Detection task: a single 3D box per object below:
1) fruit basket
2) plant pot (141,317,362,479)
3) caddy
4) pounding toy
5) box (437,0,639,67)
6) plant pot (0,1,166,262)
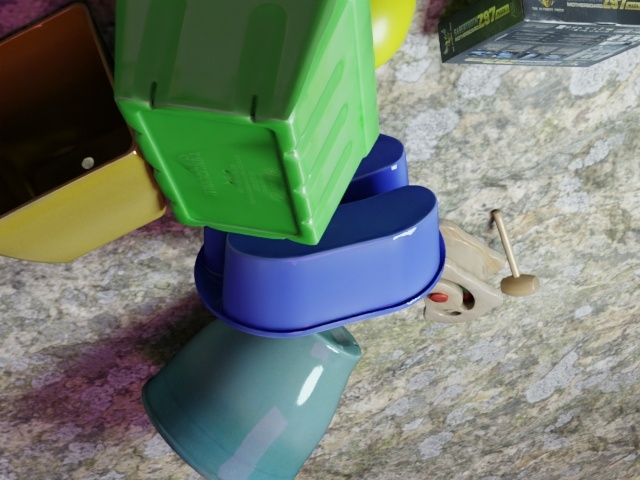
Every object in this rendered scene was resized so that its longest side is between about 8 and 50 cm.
[{"bbox_3d":[-0.040,-0.219,1.101,0.283,0.392,0.392,9,140,9],"label":"fruit basket"},{"bbox_3d":[-0.083,0.208,1.564,0.255,0.271,0.272,-50,136,10],"label":"plant pot"},{"bbox_3d":[0.000,0.000,1.372,0.341,0.241,0.179,-13,134,-13],"label":"caddy"},{"bbox_3d":[0.209,0.030,1.645,0.269,0.154,0.154,30,146,-35],"label":"pounding toy"},{"bbox_3d":[0.289,-0.264,1.280,0.233,0.059,0.183,-2,174,-24],"label":"box"},{"bbox_3d":[-0.288,-0.094,1.160,0.212,0.212,0.187,-26,153,3],"label":"plant pot"}]
